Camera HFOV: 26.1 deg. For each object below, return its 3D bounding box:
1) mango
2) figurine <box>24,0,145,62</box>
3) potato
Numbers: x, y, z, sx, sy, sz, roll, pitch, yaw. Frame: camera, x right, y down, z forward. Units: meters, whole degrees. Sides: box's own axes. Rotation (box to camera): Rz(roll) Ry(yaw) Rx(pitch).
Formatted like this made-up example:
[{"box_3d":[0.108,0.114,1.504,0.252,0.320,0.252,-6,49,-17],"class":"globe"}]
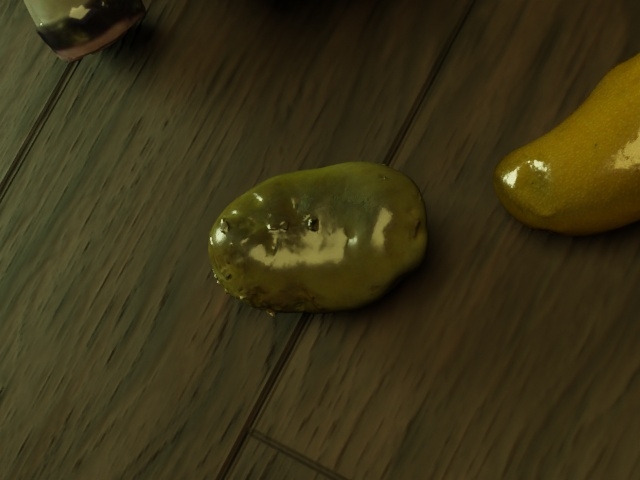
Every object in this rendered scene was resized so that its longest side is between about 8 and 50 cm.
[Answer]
[{"box_3d":[0.190,-0.063,0.795,0.190,0.075,0.098,-32,50,10],"class":"mango"},{"box_3d":[-0.072,-0.266,0.875,0.361,0.211,0.253,-10,84,23],"class":"figurine"},{"box_3d":[0.000,0.000,0.840,0.138,0.070,0.092,-6,69,15],"class":"potato"}]
